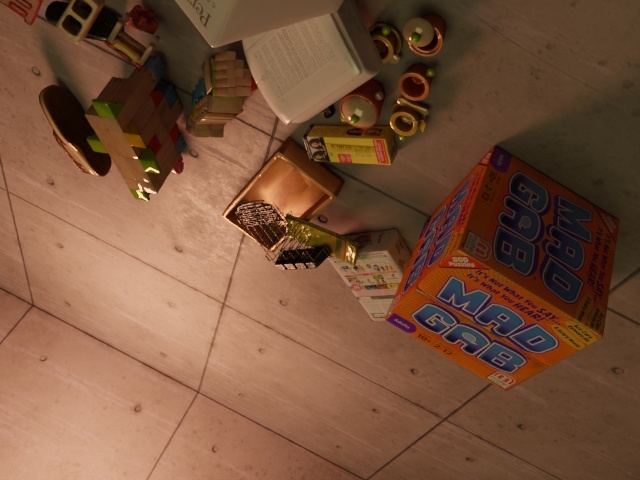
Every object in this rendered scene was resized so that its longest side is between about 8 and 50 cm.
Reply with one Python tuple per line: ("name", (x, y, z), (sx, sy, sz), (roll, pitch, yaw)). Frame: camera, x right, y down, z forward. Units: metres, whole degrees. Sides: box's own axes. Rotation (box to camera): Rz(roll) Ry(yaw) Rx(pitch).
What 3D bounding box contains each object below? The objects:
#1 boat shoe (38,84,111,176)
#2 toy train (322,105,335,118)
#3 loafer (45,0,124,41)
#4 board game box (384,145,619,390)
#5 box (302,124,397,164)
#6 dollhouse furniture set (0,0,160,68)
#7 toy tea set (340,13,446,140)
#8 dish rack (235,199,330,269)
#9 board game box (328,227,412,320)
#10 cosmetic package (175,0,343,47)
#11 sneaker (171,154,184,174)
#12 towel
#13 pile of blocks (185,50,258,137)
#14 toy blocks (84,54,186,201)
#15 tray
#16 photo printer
("boat shoe", (-0.806, -0.342, 2.023), (0.123, 0.123, 0.342), (5, 143, 26))
("toy train", (-0.022, -0.367, 1.569), (0.158, 0.027, 0.036), (43, 137, -19))
("loafer", (-0.612, -0.575, 1.675), (0.220, 0.080, 0.078), (21, 175, 8))
("board game box", (0.432, 0.074, 1.522), (0.356, 0.356, 0.356), (31, 142, -2))
("box", (0.075, -0.246, 1.623), (0.232, 0.058, 0.087), (7, 137, 26))
("dollhouse furniture set", (-0.573, -0.563, 1.533), (0.374, 0.201, 0.152), (35, 121, -21))
("toy tea set", (0.156, -0.351, 1.395), (0.200, 0.124, 0.336), (22, 143, 9))
("dish rack", (-0.119, -0.020, 1.855), (0.208, 0.074, 0.271), (-7, 128, 47))
("board game box", (0.194, 0.114, 1.937), (0.224, 0.097, 0.303), (-8, 131, 38))
("cosmetic package", (-0.088, -0.596, 1.022), (0.329, 0.327, 0.394), (52, 143, 8))
("sneaker", (-0.490, -0.273, 1.947), (0.074, 0.063, 0.170), (-14, 121, 41))
("towel", (0.000, 0.000, 1.848), (0.237, 0.021, 0.102), (23, 142, 18))
("pile of blocks", (-0.251, -0.382, 1.657), (0.112, 0.149, 0.362), (-4, 168, -30))
("toy blocks", (-0.479, -0.324, 1.738), (0.190, 0.261, 0.381), (11, 147, 18))
("tray", (-0.123, -0.121, 1.883), (0.203, 0.076, 0.411), (37, 143, -12))
("photo printer", (-0.036, -0.413, 1.401), (0.307, 0.107, 0.256), (-24, 95, 46))
